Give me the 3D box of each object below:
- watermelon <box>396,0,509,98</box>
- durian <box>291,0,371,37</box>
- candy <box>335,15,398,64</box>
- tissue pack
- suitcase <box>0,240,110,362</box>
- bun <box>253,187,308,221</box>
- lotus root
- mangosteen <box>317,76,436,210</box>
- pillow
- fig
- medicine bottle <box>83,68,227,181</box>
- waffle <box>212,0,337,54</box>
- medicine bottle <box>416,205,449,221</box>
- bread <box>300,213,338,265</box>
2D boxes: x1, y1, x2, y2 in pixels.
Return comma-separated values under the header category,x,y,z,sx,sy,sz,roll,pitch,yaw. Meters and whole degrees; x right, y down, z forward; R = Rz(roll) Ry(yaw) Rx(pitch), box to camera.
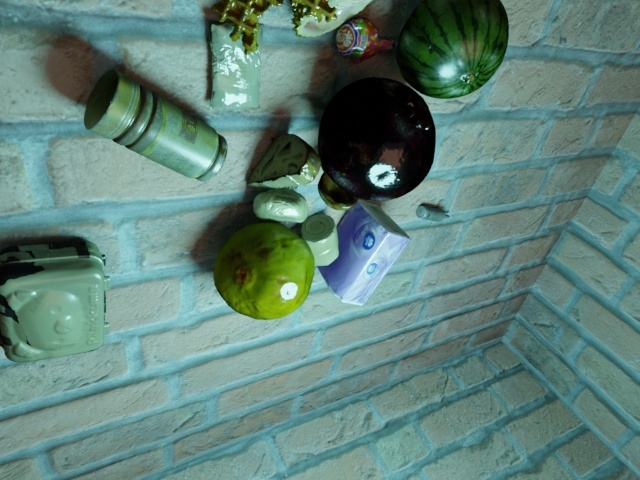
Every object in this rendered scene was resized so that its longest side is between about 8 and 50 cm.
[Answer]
category,x,y,z,sx,sy,sz,roll,pitch,yaw
watermelon,0.399,-0.541,1.314,0.330,0.190,0.331,-17,140,-15
durian,0.018,-0.623,1.172,0.249,0.183,0.138,-32,102,-4
candy,0.200,-0.583,1.360,0.365,0.124,0.124,-15,134,-35
tissue pack,0.146,0.046,1.764,0.160,0.242,0.339,15,116,-40
suitcase,-0.766,0.181,1.266,0.338,0.194,0.352,-4,128,-30
bun,-0.128,-0.116,1.498,0.188,0.164,0.111,5,97,-20
lotus root,-0.108,-0.235,1.387,0.074,0.260,0.171,21,80,-45
mangosteen,0.143,-0.283,1.417,0.381,0.383,0.435,6,155,-39
pillow,-0.221,-0.452,1.207,0.148,0.050,0.230,-10,134,-24
fig,-0.172,0.094,1.537,0.342,0.343,0.344,-20,135,-21
medicine bottle,-0.399,-0.273,1.158,0.322,0.151,0.151,26,109,-46
waffle,-0.113,-0.578,1.031,0.292,0.069,0.260,-13,134,15
medicine bottle,0.501,-0.114,2.015,0.198,0.058,0.058,4,123,-38
bread,0.000,0.000,1.687,0.133,0.148,0.141,2,137,13
